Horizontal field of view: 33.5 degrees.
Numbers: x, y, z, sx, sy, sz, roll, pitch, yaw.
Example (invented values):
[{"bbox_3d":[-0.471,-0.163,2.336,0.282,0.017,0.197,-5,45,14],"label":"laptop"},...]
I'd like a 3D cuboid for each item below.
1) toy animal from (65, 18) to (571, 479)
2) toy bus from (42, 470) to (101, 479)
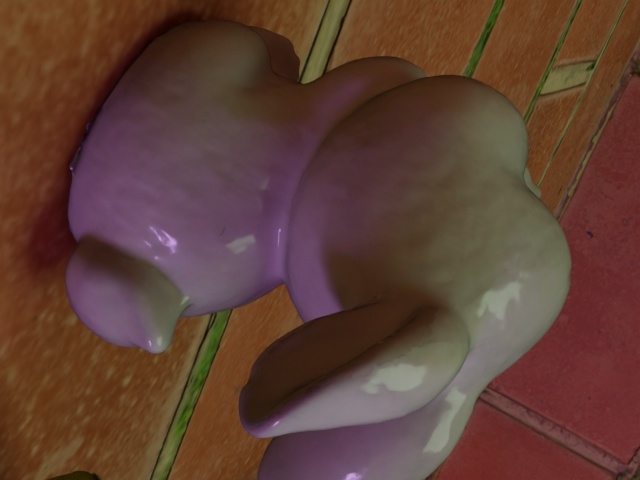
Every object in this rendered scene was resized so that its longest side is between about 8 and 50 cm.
[{"bbox_3d":[-0.008,0.003,0.431,0.178,0.193,0.127,-42,155,-28],"label":"toy animal"},{"bbox_3d":[-0.130,0.231,0.476,0.128,0.150,0.262,-17,143,-23],"label":"toy bus"}]
